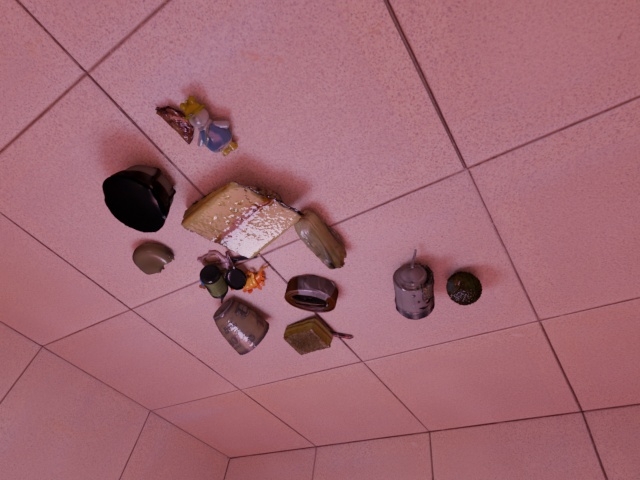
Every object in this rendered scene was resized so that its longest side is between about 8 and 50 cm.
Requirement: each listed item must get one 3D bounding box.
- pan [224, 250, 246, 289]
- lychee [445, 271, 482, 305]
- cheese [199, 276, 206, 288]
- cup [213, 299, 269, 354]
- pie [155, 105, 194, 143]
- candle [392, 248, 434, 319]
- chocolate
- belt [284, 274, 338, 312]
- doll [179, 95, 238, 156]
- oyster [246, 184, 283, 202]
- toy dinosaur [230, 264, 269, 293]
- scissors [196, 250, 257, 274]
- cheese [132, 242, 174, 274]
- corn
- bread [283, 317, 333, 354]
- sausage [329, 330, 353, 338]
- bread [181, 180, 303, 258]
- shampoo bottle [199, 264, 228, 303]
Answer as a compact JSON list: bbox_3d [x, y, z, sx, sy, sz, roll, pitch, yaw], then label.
[{"bbox_3d":[-0.425,0.144,1.954,0.115,0.040,0.211,-6,109,19],"label":"pan"},{"bbox_3d":[0.655,0.218,1.810,0.172,0.171,0.171,5,132,5],"label":"lychee"},{"bbox_3d":[-0.617,0.221,2.109,0.047,0.017,0.111,21,132,-5],"label":"cheese"},{"bbox_3d":[-0.459,0.450,2.194,0.257,0.227,0.301,51,152,-15],"label":"cup"},{"bbox_3d":[-0.533,-0.440,1.490,0.092,0.034,0.170,-30,120,35],"label":"pie"},{"bbox_3d":[0.419,0.196,1.807,0.188,0.187,0.329,-4,128,13],"label":"candle"},{"bbox_3d":[-0.722,-0.192,1.645,0.284,0.186,0.283,11,133,12],"label":"chocolate"},{"bbox_3d":[-0.045,0.267,1.998,0.262,0.105,0.183,8,135,7],"label":"belt"},{"bbox_3d":[-0.407,-0.410,1.455,0.135,0.098,0.241,-6,133,45],"label":"doll"},{"bbox_3d":[-0.239,-0.157,1.668,0.191,0.081,0.163,35,132,-16],"label":"oyster"},{"bbox_3d":[-0.338,0.205,2.013,0.289,0.070,0.117,-27,116,24],"label":"toy dinosaur"},{"bbox_3d":[-0.451,0.101,1.970,0.318,0.024,0.160,-10,127,18],"label":"scissors"},{"bbox_3d":[-0.821,0.089,1.976,0.203,0.091,0.175,-12,130,20],"label":"cheese"},{"bbox_3d":[0.002,0.001,1.736,0.122,0.123,0.305,-26,124,26],"label":"corn"},{"bbox_3d":[-0.070,0.529,2.227,0.234,0.110,0.184,-24,118,34],"label":"bread"},{"bbox_3d":[0.090,0.531,2.263,0.199,0.025,0.028,10,96,-1],"label":"sausage"},{"bbox_3d":[-0.329,-0.118,1.682,0.346,0.242,0.405,39,109,-21],"label":"bread"},{"bbox_3d":[-0.526,0.229,2.029,0.101,0.101,0.283,5,149,5],"label":"shampoo bottle"}]
